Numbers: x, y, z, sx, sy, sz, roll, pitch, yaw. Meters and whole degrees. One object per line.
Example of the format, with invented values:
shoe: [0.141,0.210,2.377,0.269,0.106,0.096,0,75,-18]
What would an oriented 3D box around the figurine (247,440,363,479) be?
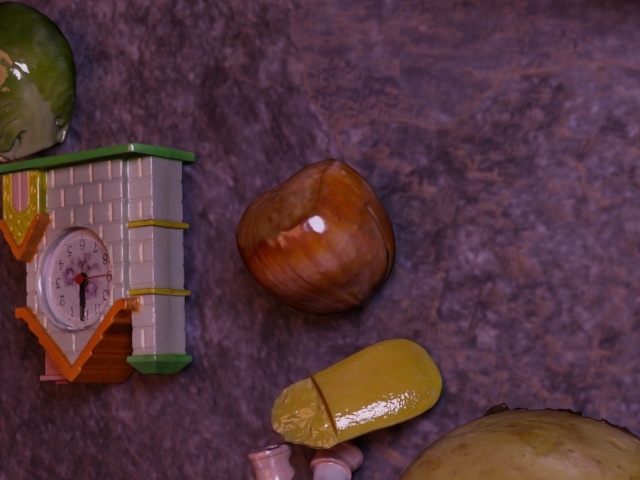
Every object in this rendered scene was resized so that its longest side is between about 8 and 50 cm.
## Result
figurine: [-0.003,0.328,1.449,0.200,0.133,0.276,-19,74,37]

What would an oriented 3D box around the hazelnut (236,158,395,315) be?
hazelnut: [0.000,0.000,1.491,0.150,0.150,0.150,-4,83,36]

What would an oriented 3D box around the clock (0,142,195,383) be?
clock: [-0.251,0.031,1.677,0.220,0.106,0.255,-7,82,36]

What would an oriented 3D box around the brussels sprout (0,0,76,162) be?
brussels sprout: [-0.361,-0.188,1.759,0.161,0.144,0.180,-27,93,11]

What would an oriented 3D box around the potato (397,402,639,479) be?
potato: [0.171,0.260,1.281,0.285,0.242,0.242,30,103,32]

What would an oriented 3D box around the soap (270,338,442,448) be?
soap: [0.035,0.153,1.448,0.168,0.033,0.089,-25,55,-10]
